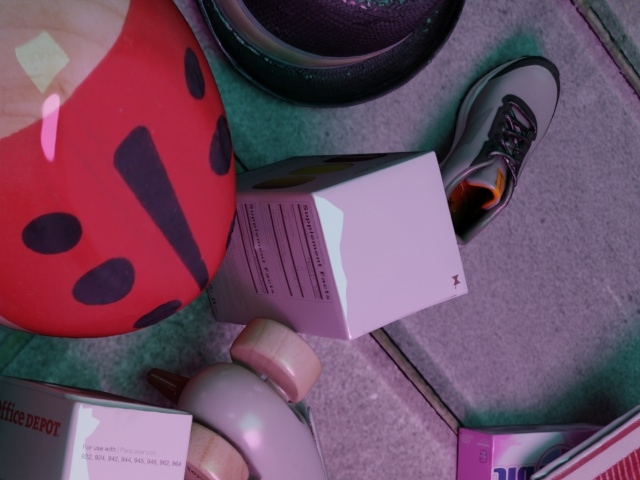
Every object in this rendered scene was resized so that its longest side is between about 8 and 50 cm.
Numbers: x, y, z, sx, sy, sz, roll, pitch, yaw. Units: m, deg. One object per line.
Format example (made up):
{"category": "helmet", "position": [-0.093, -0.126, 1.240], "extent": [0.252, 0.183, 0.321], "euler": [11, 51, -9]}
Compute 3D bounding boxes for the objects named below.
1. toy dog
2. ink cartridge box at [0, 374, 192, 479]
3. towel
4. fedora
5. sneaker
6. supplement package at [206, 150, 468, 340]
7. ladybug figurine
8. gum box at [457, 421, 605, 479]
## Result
{"category": "toy dog", "position": [-0.064, 0.217, 1.474], "extent": [0.220, 0.161, 0.334], "euler": [-31, 124, -36]}
{"category": "ink cartridge box", "position": [-0.217, 0.263, 1.337], "extent": [0.114, 0.198, 0.273], "euler": [11, 86, -31]}
{"category": "towel", "position": [0.346, 0.323, 1.716], "extent": [0.237, 0.037, 0.329], "euler": [-30, 123, -20]}
{"category": "fedora", "position": [0.044, -0.282, 1.511], "extent": [0.334, 0.152, 0.334], "euler": [-1, 92, -31]}
{"category": "sneaker", "position": [0.177, -0.082, 1.625], "extent": [0.100, 0.108, 0.271], "euler": [45, 68, -22]}
{"category": "supplement package", "position": [0.000, 0.000, 1.437], "extent": [0.139, 0.244, 0.134], "euler": [-20, 102, -30]}
{"category": "ladybug figurine", "position": [-0.191, -0.072, 1.281], "extent": [0.305, 0.162, 0.449], "euler": [-53, 145, -18]}
{"category": "gum box", "position": [0.239, 0.255, 1.695], "extent": [0.188, 0.062, 0.107], "euler": [2, 91, -32]}
